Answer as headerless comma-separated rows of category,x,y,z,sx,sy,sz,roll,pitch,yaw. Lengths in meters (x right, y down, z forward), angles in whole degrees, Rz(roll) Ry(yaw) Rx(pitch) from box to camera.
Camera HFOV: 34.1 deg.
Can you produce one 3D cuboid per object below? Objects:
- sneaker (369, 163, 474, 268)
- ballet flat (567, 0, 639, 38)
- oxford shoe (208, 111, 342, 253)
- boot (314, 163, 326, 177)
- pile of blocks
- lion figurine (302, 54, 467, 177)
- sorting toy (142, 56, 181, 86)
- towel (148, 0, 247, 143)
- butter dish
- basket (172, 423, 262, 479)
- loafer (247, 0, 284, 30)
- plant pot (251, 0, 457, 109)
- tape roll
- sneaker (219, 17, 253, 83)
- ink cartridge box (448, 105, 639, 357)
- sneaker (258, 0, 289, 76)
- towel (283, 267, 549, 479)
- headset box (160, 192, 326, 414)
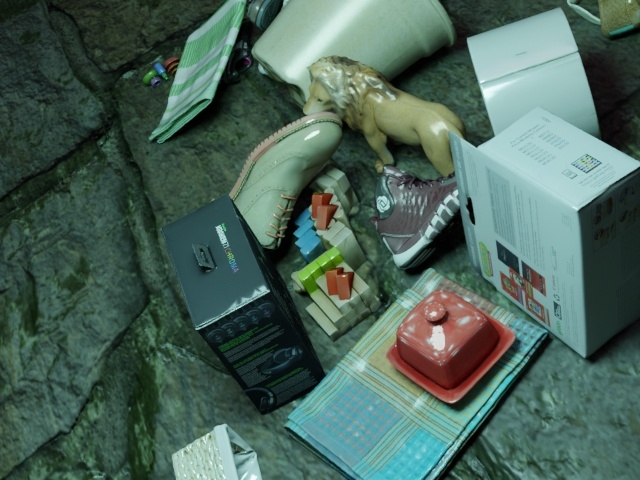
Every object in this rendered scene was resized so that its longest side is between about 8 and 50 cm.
sneaker,0.184,-0.097,1.755,0.281,0.106,0.162,-47,71,19
ballet flat,0.533,-0.511,2.048,0.124,0.116,0.342,-35,47,21
oxford shoe,-0.083,-0.063,1.877,0.397,0.140,0.146,-46,55,26
boot,-0.068,-0.137,2.002,0.190,0.069,0.086,-40,40,15
pile of blocks,0.000,0.000,1.848,0.149,0.112,0.362,-19,46,10
lion figurine,0.157,-0.207,1.859,0.392,0.240,0.142,18,62,35
sorting toy,-0.356,-0.378,2.389,0.102,0.061,0.042,-36,80,3
towel,-0.260,-0.379,2.264,0.248,0.038,0.325,-28,38,48
butter dish,0.186,0.137,1.590,0.160,0.118,0.160,-43,46,-16
basket,-0.149,0.386,1.594,0.103,0.113,0.167,-27,46,8
loafer,-0.122,-0.535,2.315,0.084,0.096,0.267,25,29,4
plant pot,0.044,-0.401,2.058,0.305,0.334,0.334,-45,47,1
tape roll,0.366,-0.259,1.802,0.169,0.246,0.246,-17,47,12
sneaker,-0.181,-0.415,2.329,0.077,0.072,0.178,12,67,21
ink cartridge box,0.338,-0.027,1.562,0.130,0.309,0.272,-33,46,-17
sneaker,-0.058,-0.479,2.276,0.110,0.118,0.292,16,62,25
towel,0.147,0.223,1.640,0.271,0.040,0.370,29,69,39
headset box,-0.127,0.099,1.706,0.131,0.283,0.246,-28,46,1
